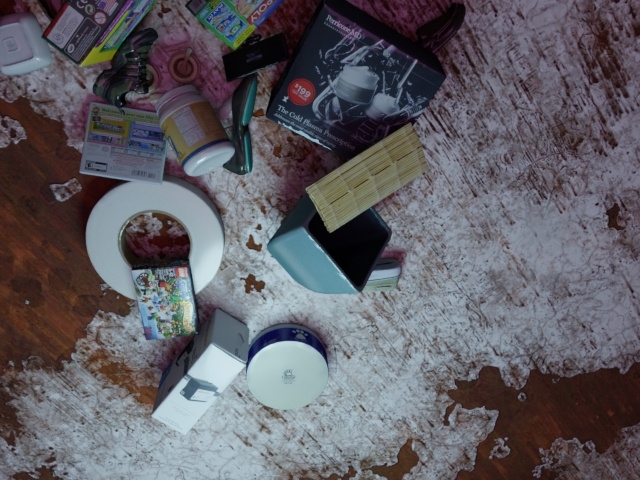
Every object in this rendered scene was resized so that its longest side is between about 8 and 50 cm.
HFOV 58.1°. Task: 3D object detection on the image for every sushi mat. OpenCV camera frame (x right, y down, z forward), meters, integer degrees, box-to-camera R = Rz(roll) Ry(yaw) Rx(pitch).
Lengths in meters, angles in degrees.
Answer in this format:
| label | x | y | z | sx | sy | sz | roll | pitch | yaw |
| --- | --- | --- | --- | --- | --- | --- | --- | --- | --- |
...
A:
| label | x | y | z | sx | sy | sz | roll | pitch | yaw |
| --- | --- | --- | --- | --- | --- | --- | --- | --- | --- |
| sushi mat | 0.123 | -0.156 | 1.439 | 0.316 | 0.019 | 0.151 | -33 | 123 | -9 |

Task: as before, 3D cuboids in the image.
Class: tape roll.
| label | x | y | z | sx | sy | sz | roll | pitch | yaw |
| --- | --- | --- | --- | --- | --- | --- | --- | --- | --- |
| tape roll | -0.471 | -0.003 | 1.666 | 0.392 | 0.072 | 0.392 | -2 | 113 | -5 |

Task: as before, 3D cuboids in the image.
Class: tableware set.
| label | x | y | z | sx | sy | sz | roll | pitch | yaw |
| --- | --- | --- | --- | --- | --- | --- | --- | --- | --- |
| tableware set | -0.412 | -0.440 | 1.512 | 0.194 | 0.039 | 0.128 | -14 | 113 | 0 |

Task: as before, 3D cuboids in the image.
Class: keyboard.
| label | x | y | z | sx | sy | sz | roll | pitch | yaw |
| --- | --- | --- | --- | --- | --- | --- | --- | --- | --- |
| keyboard | -0.171 | -0.484 | 1.498 | 0.180 | 0.023 | 0.108 | -16 | 76 | 16 |

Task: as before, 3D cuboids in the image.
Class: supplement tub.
| label | x | y | z | sx | sy | sz | roll | pitch | yaw |
| --- | --- | --- | --- | --- | --- | --- | --- | --- | --- |
| supplement tub | -0.329 | -0.284 | 1.500 | 0.144 | 0.144 | 0.199 | -30 | 86 | 6 |

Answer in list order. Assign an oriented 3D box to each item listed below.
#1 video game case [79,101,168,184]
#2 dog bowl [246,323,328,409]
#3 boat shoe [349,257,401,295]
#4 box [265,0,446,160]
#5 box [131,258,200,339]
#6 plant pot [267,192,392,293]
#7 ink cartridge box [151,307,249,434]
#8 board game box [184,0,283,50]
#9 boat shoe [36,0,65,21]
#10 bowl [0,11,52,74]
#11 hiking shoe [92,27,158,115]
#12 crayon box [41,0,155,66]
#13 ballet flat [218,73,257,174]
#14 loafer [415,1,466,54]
| label | x | y | z | sx | sy | sz | roll | pitch | yaw |
| --- | --- | --- | --- | --- | --- | --- | --- | --- | --- |
| video game case | -0.520 | -0.259 | 1.545 | 0.212 | 0.023 | 0.193 | 8 | 87 | -9 |
| dog bowl | -0.107 | 0.405 | 1.847 | 0.265 | 0.104 | 0.265 | -2 | 112 | -5 |
| boat shoe | 0.102 | 0.123 | 1.756 | 0.302 | 0.109 | 0.094 | -5 | 114 | -7 |
| box | 0.083 | -0.395 | 1.471 | 0.343 | 0.179 | 0.312 | 25 | 121 | -14 |
| box | -0.445 | 0.173 | 1.677 | 0.159 | 0.044 | 0.233 | -6 | 114 | -3 |
| plant pot | 0.000 | 0.000 | 1.610 | 0.252 | 0.248 | 0.247 | -19 | 119 | 46 |
| ink cartridge box | -0.360 | 0.391 | 1.751 | 0.129 | 0.223 | 0.307 | 36 | 104 | -17 |
| board game box | -0.152 | -0.620 | 1.381 | 0.317 | 0.213 | 0.046 | -42 | 76 | 11 |
| boat shoe | -0.665 | -0.645 | 1.374 | 0.095 | 0.095 | 0.257 | -21 | 112 | 3 |
| bowl | -0.769 | -0.492 | 1.449 | 0.142 | 0.053 | 0.142 | -15 | 112 | 2 |
| hiking shoe | -0.470 | -0.431 | 1.466 | 0.114 | 0.086 | 0.227 | 40 | 105 | -16 |
| crayon box | -0.438 | -0.577 | 1.306 | 0.106 | 0.313 | 0.363 | 38 | 103 | -18 |
| ballet flat | -0.228 | -0.312 | 1.558 | 0.096 | 0.095 | 0.280 | 8 | 111 | 4 |
| loafer | 0.293 | -0.541 | 1.521 | 0.078 | 0.080 | 0.220 | 35 | 104 | -18 |
